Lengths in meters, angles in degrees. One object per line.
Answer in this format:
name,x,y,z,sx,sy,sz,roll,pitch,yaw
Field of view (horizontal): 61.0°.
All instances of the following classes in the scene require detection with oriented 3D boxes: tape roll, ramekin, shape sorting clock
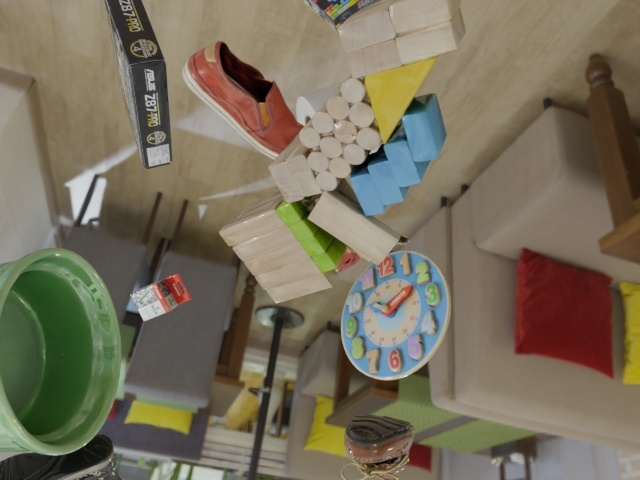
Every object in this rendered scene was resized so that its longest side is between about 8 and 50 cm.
tape roll,0.051,-0.333,1.608,0.169,0.246,0.246,-22,150,-12
ramekin,-0.449,0.171,0.827,0.148,0.304,0.303,-9,146,8
shape sorting clock,0.109,0.112,0.845,0.206,0.206,0.040,-22,140,39

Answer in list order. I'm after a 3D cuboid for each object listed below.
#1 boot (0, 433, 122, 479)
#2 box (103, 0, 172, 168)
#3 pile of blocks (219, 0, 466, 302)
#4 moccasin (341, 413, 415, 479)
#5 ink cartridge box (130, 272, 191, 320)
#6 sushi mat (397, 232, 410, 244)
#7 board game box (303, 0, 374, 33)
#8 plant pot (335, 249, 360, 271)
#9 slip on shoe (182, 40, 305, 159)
boot,-0.477,0.454,0.983,0.236,0.085,0.179,-15,132,-15
box,-0.489,-0.435,1.459,0.097,0.318,0.395,-17,155,-20
pile of blocks,0.037,-0.078,0.523,0.148,0.113,0.362,36,133,-3
moccasin,0.126,0.462,1.190,0.139,0.147,0.380,9,164,14
ink cartridge box,-0.320,0.114,1.089,0.115,0.029,0.063,-22,99,25
sushi mat,-0.009,-0.019,0.849,0.151,0.019,0.316,-5,-170,-24
board game box,0.061,-0.544,1.168,0.170,0.141,0.048,-38,154,-2
plant pot,0.000,0.000,1.423,0.191,0.191,0.174,-17,180,35
slip on shoe,-0.111,-0.259,1.068,0.331,0.123,0.101,37,132,-29
